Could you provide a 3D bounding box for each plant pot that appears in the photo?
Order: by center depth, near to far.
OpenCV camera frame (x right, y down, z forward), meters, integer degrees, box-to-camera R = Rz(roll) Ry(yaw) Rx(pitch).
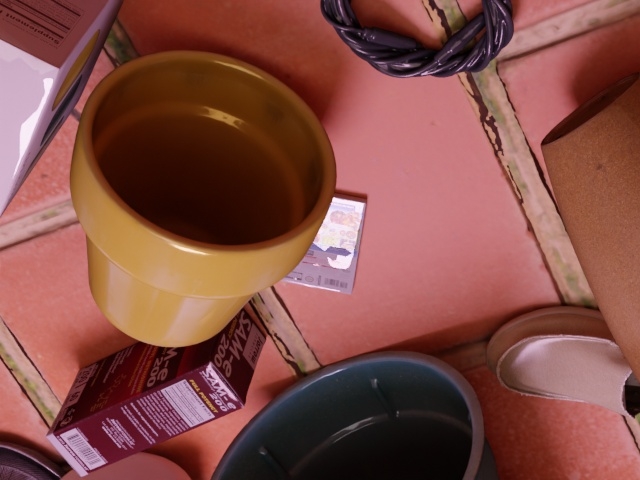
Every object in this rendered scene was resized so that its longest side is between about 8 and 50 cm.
[{"bbox_3d":[0.334,-0.027,1.302,0.237,0.237,0.254,-34,96,27],"label":"plant pot"},{"bbox_3d":[-0.137,-0.021,1.375,0.254,0.254,0.239,22,139,-4],"label":"plant pot"},{"bbox_3d":[0.091,0.360,1.535,0.341,0.341,0.334,-19,125,21],"label":"plant pot"}]

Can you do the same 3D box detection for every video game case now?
[{"bbox_3d":[0.000,0.000,1.488,0.087,0.011,0.122,11,124,4],"label":"video game case"}]

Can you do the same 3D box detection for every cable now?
[{"bbox_3d":[0.092,-0.225,1.312,0.184,0.047,0.150,-2,127,9],"label":"cable"}]

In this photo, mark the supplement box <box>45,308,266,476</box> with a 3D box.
[{"bbox_3d":[-0.187,0.168,1.561,0.239,0.130,0.073,-25,114,23],"label":"supplement box"}]

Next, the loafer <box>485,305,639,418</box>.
[{"bbox_3d":[0.312,0.136,1.468,0.268,0.092,0.102,0,122,11],"label":"loafer"}]

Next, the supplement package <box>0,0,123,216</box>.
[{"bbox_3d":[-0.322,-0.187,1.278,0.198,0.263,0.199,27,124,-7],"label":"supplement package"}]

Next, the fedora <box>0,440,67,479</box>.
[{"bbox_3d":[-0.419,0.391,1.751,0.243,0.124,0.275,21,124,-3],"label":"fedora"}]

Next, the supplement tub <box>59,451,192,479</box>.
[{"bbox_3d":[-0.232,0.418,1.693,0.191,0.191,0.272,1,122,10],"label":"supplement tub"}]
